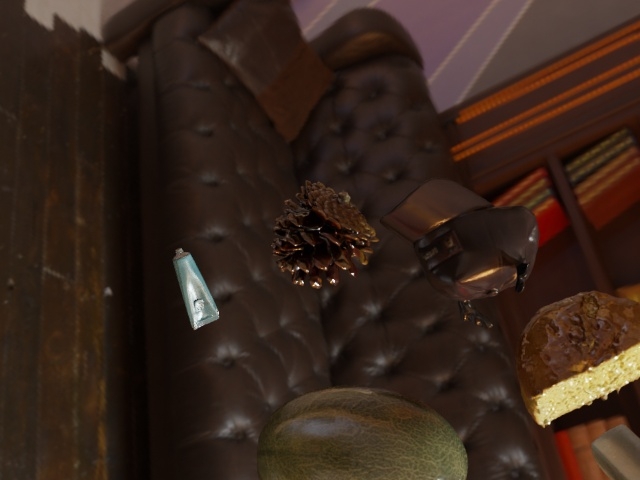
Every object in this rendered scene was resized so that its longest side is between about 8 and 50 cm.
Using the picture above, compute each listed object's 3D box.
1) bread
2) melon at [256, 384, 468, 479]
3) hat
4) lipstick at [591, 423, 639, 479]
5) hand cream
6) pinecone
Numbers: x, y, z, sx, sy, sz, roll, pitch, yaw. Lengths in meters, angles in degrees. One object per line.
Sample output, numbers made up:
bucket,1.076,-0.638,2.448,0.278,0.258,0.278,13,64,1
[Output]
bread,0.534,0.221,1.777,0.194,0.340,0.179,77,-14,-49
melon,0.056,0.329,1.246,0.237,0.302,0.237,9,90,-85
hat,0.273,0.041,1.634,0.336,0.238,0.209,18,51,-28
lipstick,0.443,0.334,1.093,0.079,0.077,0.253,62,-6,-27
hand cream,-0.347,0.127,2.338,0.048,0.083,0.224,14,-54,65
pinecone,0.000,-0.002,2.070,0.264,0.264,0.264,49,26,-34
